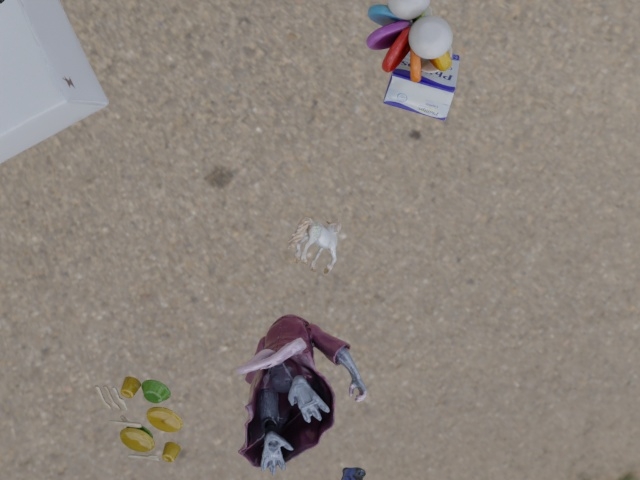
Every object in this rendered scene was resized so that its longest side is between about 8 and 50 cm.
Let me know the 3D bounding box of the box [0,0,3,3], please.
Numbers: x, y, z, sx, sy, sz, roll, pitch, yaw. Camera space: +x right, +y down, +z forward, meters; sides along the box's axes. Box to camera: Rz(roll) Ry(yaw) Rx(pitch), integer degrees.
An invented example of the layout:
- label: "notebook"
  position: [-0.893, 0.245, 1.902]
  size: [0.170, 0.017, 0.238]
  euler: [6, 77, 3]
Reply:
- label: "box"
  position: [-0.248, -0.364, 0.880]
  size: [0.257, 0.322, 0.079]
  euler: [-44, 109, -9]

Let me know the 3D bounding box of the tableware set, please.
- label: "tableware set"
  position: [-0.216, 0.226, 1.122]
  size: [0.104, 0.024, 0.154]
  euler: [1, 130, 17]

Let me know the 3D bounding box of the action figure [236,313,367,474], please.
- label: "action figure"
  position: [-0.075, 0.228, 1.595]
  size: [0.248, 0.370, 0.275]
  euler: [-23, 116, 12]

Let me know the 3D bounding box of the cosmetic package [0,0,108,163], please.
- label: "cosmetic package"
  position: [-0.589, -0.210, 1.362]
  size: [0.453, 0.161, 0.230]
  euler: [-25, 91, 11]

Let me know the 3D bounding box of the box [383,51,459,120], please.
- label: "box"
  position: [0.196, -0.311, 1.708]
  size: [0.126, 0.137, 0.072]
  euler: [16, 134, -1]

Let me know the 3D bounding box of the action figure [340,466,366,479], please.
- label: "action figure"
  position: [0.060, 0.515, 1.226]
  size: [0.341, 0.330, 0.178]
  euler: [-61, 148, -19]

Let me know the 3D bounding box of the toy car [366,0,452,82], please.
- label: "toy car"
  position: [0.150, -0.365, 1.576]
  size: [0.136, 0.182, 0.159]
  euler: [-28, 172, 6]

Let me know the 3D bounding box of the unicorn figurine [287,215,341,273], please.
- label: "unicorn figurine"
  position: [0.000, 0.000, 1.605]
  size: [0.162, 0.060, 0.111]
  euler: [42, 63, -67]
